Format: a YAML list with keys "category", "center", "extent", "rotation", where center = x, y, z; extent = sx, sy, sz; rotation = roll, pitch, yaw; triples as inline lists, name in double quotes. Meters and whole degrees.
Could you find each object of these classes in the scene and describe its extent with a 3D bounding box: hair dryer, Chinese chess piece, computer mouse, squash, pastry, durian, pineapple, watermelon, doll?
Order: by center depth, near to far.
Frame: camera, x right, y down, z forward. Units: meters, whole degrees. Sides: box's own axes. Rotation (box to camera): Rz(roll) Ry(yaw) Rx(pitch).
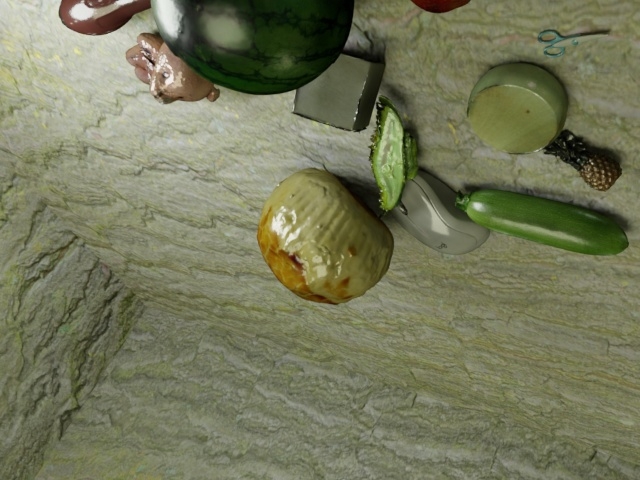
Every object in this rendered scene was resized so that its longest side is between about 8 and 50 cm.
- category: "watermelon"
  center: [-0.110, -0.421, 1.093]
  extent: [0.363, 0.363, 0.363]
  rotation: [22, 152, 12]
- category: "Chinese chess piece"
  center: [0.383, -0.256, 1.215]
  extent: [0.189, 0.083, 0.188]
  rotation: [24, 151, 14]
- category: "pineapple"
  center: [0.524, -0.164, 1.258]
  extent: [0.159, 0.074, 0.074]
  rotation: [35, 153, 5]
- category: "hair dryer"
  center: [-0.530, -0.643, 1.403]
  extent: [0.313, 0.123, 0.340]
  rotation: [-6, 128, 32]
- category: "squash"
  center: [0.500, -0.047, 1.434]
  extent: [0.395, 0.107, 0.107]
  rotation: [18, 151, 23]
- category: "durian"
  center: [0.166, -0.193, 1.478]
  extent: [0.132, 0.106, 0.375]
  rotation: [12, 141, 19]
- category: "doll"
  center: [-0.408, -0.420, 1.588]
  extent: [0.303, 0.156, 0.201]
  rotation: [11, 150, 38]
- category: "computer mouse"
  center: [0.289, -0.055, 1.603]
  extent: [0.297, 0.121, 0.184]
  rotation: [33, 154, -12]
- category: "pastry"
  center: [0.000, 0.000, 1.687]
  extent: [0.388, 0.312, 0.388]
  rotation: [41, -174, -5]

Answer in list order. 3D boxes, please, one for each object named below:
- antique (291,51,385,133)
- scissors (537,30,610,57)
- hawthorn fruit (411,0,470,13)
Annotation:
- category: "antique"
  center: [0.042, -0.319, 1.314]
  extent: [0.147, 0.148, 0.151]
  rotation: [21, 111, 14]
- category: "scissors"
  center: [0.437, -0.346, 1.075]
  extent: [0.119, 0.014, 0.058]
  rotation: [3, 145, 46]
- category: "hawthorn fruit"
  center: [0.181, -0.460, 0.964]
  extent: [0.200, 0.179, 0.179]
  rotation: [47, 154, 8]
